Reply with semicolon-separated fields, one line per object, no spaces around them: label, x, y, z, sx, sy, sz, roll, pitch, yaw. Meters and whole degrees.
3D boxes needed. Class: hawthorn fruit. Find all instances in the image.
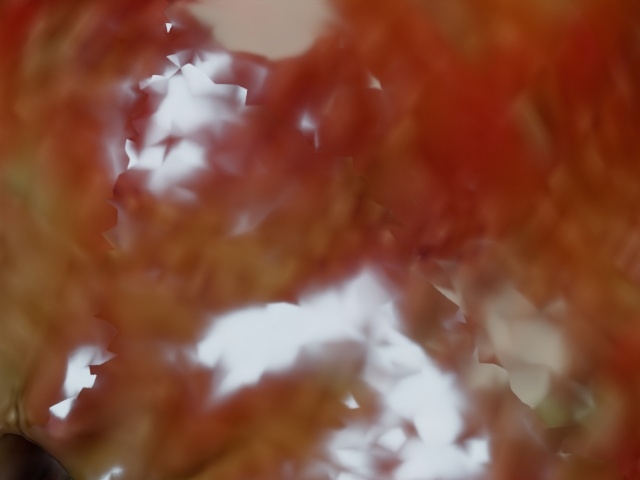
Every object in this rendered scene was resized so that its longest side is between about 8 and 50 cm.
hawthorn fruit;0.000;0.000;0.509;0.287;0.287;0.330;28;33;7
